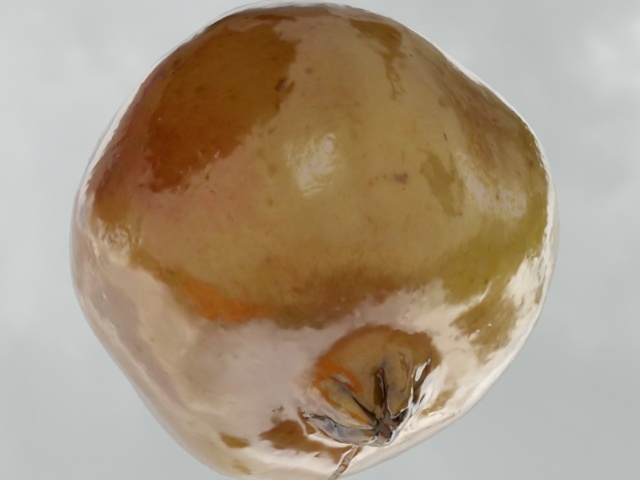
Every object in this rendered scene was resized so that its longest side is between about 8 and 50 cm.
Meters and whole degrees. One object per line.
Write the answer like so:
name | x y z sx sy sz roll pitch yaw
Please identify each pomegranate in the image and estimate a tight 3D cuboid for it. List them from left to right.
pomegranate | -0.004 -0.004 0.824 0.209 0.209 0.209 7 -140 -6

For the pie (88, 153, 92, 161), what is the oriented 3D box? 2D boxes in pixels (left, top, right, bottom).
pie | -0.021 -0.028 1.356 0.315 0.315 0.092 1 -104 -12
